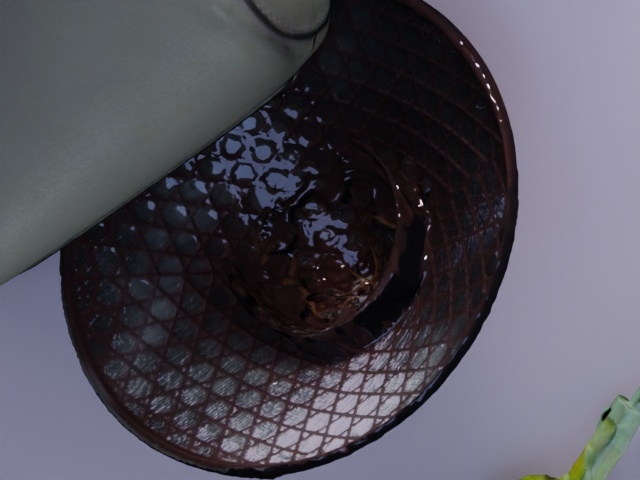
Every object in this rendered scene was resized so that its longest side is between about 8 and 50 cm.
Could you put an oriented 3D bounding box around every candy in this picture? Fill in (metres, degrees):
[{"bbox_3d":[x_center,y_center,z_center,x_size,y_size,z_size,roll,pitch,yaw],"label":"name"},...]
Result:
[{"bbox_3d":[0.123,0.072,0.670,0.058,0.062,0.194,43,106,41],"label":"candy"}]

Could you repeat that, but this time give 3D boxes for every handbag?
[{"bbox_3d":[-0.170,-0.085,0.628,0.315,0.109,0.241,-28,96,19],"label":"handbag"}]

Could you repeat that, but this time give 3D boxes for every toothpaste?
[{"bbox_3d":[-0.044,0.026,0.691,0.027,0.019,0.083,6,102,5],"label":"toothpaste"}]

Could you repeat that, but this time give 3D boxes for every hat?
[{"bbox_3d":[0.000,0.000,0.649,0.193,0.082,0.193,-9,72,27],"label":"hat"}]
